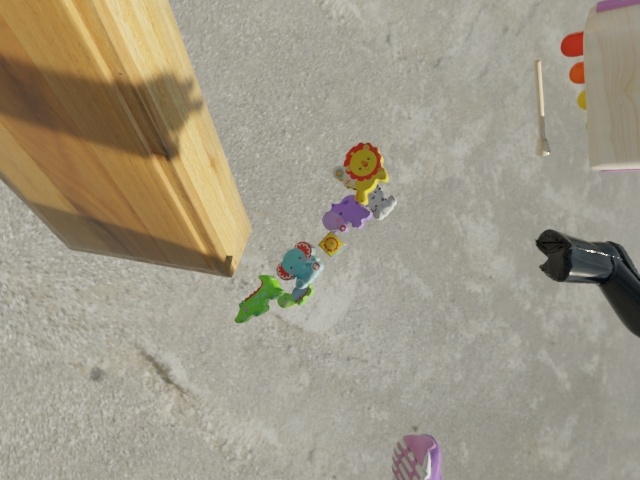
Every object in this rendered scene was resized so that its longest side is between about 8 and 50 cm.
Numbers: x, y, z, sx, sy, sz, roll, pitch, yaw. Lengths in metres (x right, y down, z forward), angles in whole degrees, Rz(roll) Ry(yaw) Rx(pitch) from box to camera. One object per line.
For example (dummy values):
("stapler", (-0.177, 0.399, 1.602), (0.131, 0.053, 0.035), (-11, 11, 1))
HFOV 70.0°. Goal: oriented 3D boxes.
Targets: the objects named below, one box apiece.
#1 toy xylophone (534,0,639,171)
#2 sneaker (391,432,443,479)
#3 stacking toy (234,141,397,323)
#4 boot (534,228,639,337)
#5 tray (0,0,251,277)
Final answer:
("toy xylophone", (0.508, -0.255, 0.808), (0.081, 0.236, 0.323), (-46, 135, -39))
("sneaker", (0.166, 0.389, 0.694), (0.104, 0.095, 0.237), (-3, 110, -8))
("stacking toy", (0.000, 0.000, 0.527), (0.052, 0.167, 0.221), (43, 95, 13))
("boot", (0.570, 0.090, 0.944), (0.206, 0.094, 0.247), (7, 50, -17))
("tray", (-0.200, -0.113, 0.350), (0.411, 0.202, 0.076), (81, 21, -57))
